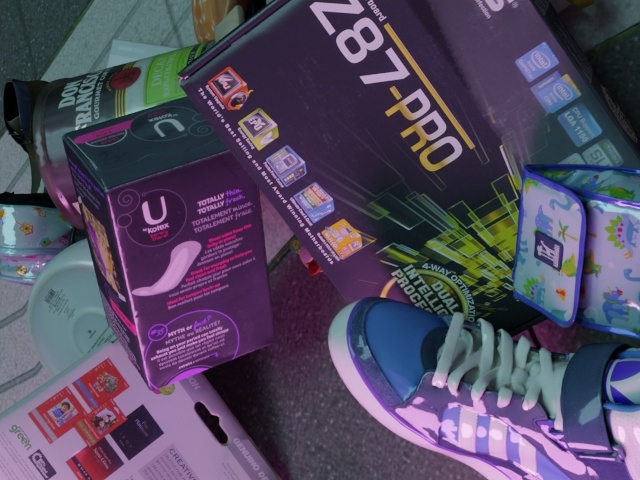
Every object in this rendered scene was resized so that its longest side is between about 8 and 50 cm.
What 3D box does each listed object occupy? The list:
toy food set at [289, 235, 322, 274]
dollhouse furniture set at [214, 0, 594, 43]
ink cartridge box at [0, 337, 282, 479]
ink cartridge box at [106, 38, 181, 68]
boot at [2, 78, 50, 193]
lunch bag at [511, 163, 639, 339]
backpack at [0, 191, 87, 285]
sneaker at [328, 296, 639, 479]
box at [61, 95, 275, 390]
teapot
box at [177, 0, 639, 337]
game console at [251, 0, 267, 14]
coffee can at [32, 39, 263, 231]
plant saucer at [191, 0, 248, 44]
[{"bbox_3d":[0.000,0.000,1.311,0.083,0.020,0.082,38,107,40],"label":"toy food set"},{"bbox_3d":[0.100,-0.187,1.074,0.303,0.286,0.198,-36,58,46],"label":"dollhouse furniture set"},{"bbox_3d":[-0.226,0.290,1.266,0.309,0.272,0.130,54,149,1],"label":"ink cartridge box"},{"bbox_3d":[-0.234,-0.157,1.535,0.275,0.060,0.238,17,91,43],"label":"ink cartridge box"},{"bbox_3d":[-0.472,-0.157,1.724,0.082,0.106,0.219,-7,76,42],"label":"boot"},{"bbox_3d":[0.240,0.006,0.910,0.151,0.096,0.128,13,117,27],"label":"lunch bag"},{"bbox_3d":[-0.419,-0.004,1.586,0.166,0.188,0.144,6,85,43],"label":"backpack"},{"bbox_3d":[0.191,0.116,0.918,0.236,0.323,0.130,-43,13,48],"label":"sneaker"},{"bbox_3d":[-0.161,0.001,1.168,0.143,0.165,0.270,45,148,46],"label":"box"},{"bbox_3d":[-0.251,0.097,1.420,0.256,0.187,0.252,-3,108,22],"label":"teapot"},{"bbox_3d":[0.107,-0.091,1.005,0.318,0.097,0.395,-31,102,24],"label":"box"},{"bbox_3d":[0.039,-0.435,1.351,0.342,0.060,0.386,-18,69,36],"label":"game console"},{"bbox_3d":[-0.184,-0.133,1.327,0.275,0.201,0.201,-11,72,17],"label":"coffee can"},{"bbox_3d":[-0.134,-0.359,1.456,0.200,0.037,0.200,-179,90,-67],"label":"plant saucer"}]
